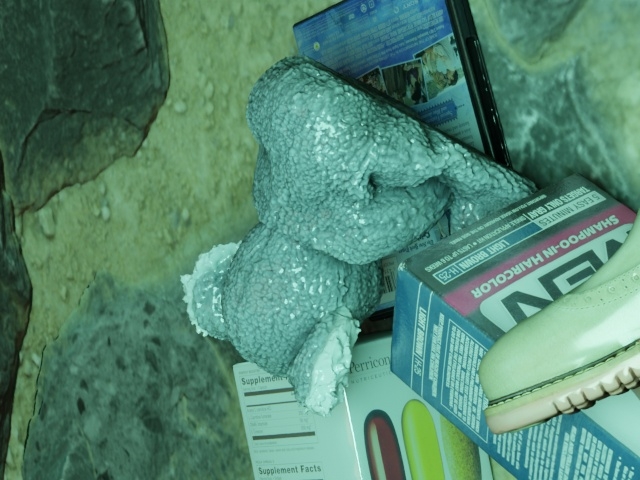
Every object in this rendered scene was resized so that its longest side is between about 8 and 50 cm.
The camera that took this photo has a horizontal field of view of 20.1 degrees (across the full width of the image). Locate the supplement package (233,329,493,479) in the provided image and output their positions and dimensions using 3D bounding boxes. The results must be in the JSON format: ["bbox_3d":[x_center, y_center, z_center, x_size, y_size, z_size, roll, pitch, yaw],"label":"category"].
[{"bbox_3d":[0.043,0.197,1.403,0.134,0.139,0.244,-12,90,50],"label":"supplement package"}]

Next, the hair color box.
[{"bbox_3d":[0.220,0.108,1.145,0.347,0.174,0.105,39,143,35],"label":"hair color box"}]

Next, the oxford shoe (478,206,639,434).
[{"bbox_3d":[0.237,-0.037,1.022,0.397,0.140,0.146,-36,83,4],"label":"oxford shoe"}]

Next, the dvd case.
[{"bbox_3d":[0.070,-0.075,1.402,0.180,0.022,0.253,-19,84,48],"label":"dvd case"}]

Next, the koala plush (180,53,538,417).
[{"bbox_3d":[0.000,0.000,1.282,0.196,0.203,0.221,36,99,39],"label":"koala plush"}]
